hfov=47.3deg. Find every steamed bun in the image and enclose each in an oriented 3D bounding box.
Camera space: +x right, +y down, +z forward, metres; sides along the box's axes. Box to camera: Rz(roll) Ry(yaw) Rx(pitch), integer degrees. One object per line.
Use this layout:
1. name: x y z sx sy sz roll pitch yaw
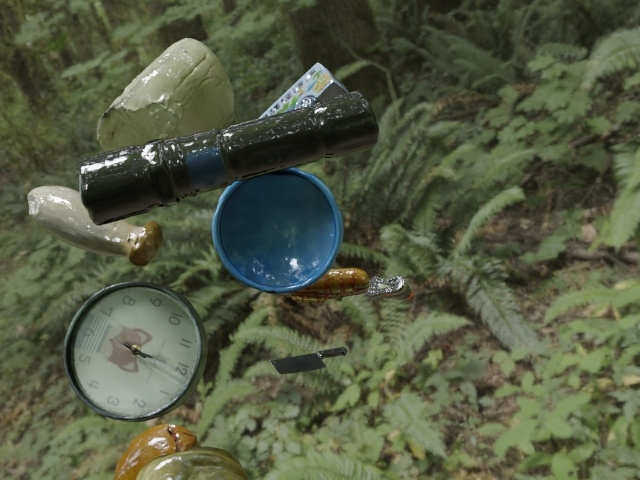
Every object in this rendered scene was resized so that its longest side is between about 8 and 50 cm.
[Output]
1. steamed bun: -0.325 -0.286 1.674 0.312 0.233 0.334 -52 15 -28

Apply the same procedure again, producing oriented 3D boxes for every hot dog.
1. hot dog: 0.003 0.119 1.874 0.250 0.076 0.104 -5 -28 12

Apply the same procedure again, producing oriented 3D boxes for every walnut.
1. walnut: -0.503 0.684 2.180 0.336 0.209 0.209 -38 10 15
2. walnut: -0.282 0.598 1.639 0.277 0.253 0.282 -3 -11 -18

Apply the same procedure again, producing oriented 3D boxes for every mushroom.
1. mushroom: -0.527 -0.035 1.697 0.350 0.128 0.128 19 27 14

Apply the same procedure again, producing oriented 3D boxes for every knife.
1. knife: -0.020 0.341 2.058 0.245 0.019 0.072 -6 32 -31

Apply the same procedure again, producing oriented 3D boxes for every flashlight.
1. flashlight: -0.121 -0.122 1.014 0.424 0.103 0.103 -17 13 -9

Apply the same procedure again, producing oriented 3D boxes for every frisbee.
1. frisbee: -0.078 -0.021 1.354 0.242 0.242 0.045 -20 9 2

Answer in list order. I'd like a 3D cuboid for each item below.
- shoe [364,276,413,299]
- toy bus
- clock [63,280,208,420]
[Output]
1. shoe: 0.216 0.164 2.340 0.194 0.077 0.074 -10 49 53
2. toy bus: -0.077 -0.280 1.788 0.330 0.109 0.136 -41 49 15
3. clock: -0.424 0.250 1.672 0.325 0.325 0.067 -21 -11 -4
